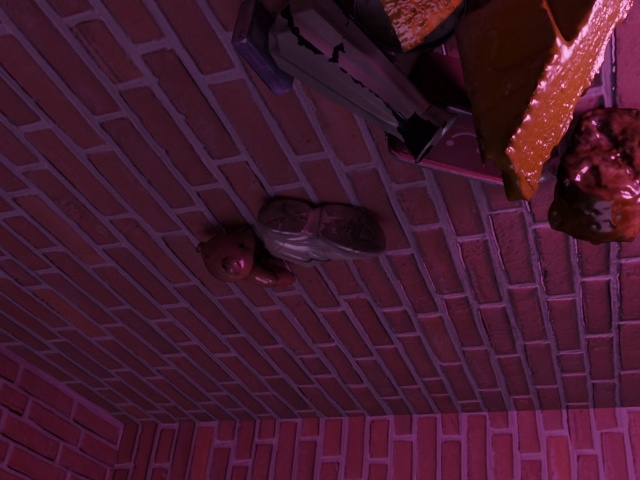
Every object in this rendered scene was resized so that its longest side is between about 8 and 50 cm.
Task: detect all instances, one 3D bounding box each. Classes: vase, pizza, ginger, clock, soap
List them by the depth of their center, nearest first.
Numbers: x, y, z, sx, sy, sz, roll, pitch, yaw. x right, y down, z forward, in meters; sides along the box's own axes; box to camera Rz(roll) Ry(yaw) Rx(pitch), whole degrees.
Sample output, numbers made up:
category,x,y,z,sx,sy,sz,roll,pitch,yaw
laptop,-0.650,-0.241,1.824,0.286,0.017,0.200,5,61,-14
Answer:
category,x,y,z,sx,sy,sz,roll,pitch,yaw
pizza,0.138,-0.499,1.218,0.288,0.075,0.280,38,112,-14
soap,0.412,-0.272,1.274,0.304,0.338,0.169,-21,154,31
vase,0.076,-0.298,1.359,0.360,0.165,0.165,40,145,7
clock,0.164,-0.433,1.365,0.215,0.042,0.215,4,147,3
ginger,0.608,-0.118,1.576,0.200,0.269,0.223,18,153,25

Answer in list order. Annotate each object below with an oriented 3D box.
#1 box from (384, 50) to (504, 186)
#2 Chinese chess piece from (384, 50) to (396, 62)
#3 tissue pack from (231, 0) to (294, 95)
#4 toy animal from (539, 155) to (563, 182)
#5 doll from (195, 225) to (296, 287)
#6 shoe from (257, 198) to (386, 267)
category,x,y,z,sx,sy,sz,roll,pitch,yaw
box,0.290,-0.250,1.506,0.294,0.193,0.167,13,138,-9
Chinese chess piece,0.107,-0.360,1.454,0.084,0.084,0.034,20,103,-20
tissue pack,-0.105,-0.371,1.439,0.051,0.112,0.156,-13,143,28
toy animal,0.561,-0.159,1.701,0.124,0.085,0.071,19,163,-10
doll,-0.188,0.044,2.099,0.303,0.156,0.201,10,-167,-44
shoe,0.000,0.000,1.995,0.342,0.132,0.210,11,151,0
